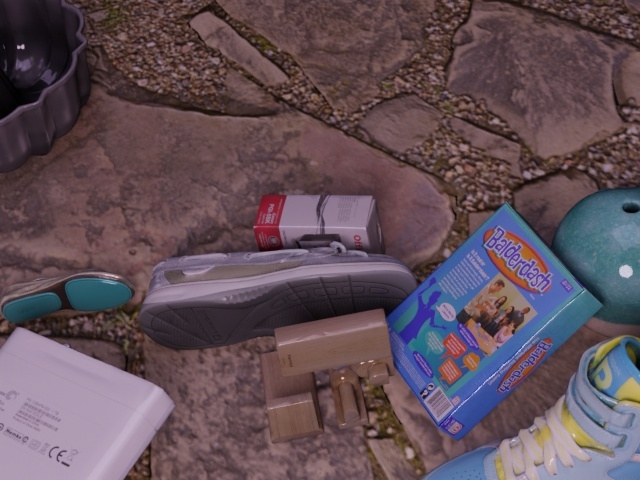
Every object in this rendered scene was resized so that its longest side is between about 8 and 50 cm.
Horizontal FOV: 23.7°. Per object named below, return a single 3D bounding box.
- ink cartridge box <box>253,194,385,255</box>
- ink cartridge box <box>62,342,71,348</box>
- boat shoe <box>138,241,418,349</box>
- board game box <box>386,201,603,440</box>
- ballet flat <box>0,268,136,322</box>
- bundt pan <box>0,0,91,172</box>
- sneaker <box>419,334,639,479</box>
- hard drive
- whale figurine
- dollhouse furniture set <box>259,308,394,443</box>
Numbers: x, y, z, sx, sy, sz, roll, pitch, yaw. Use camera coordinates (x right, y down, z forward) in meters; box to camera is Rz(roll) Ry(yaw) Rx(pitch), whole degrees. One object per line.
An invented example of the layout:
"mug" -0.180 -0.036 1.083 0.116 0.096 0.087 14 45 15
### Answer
"ink cartridge box" 0.000 0.000 1.773 0.135 0.099 0.056 0 46 14
"ink cartridge box" -0.335 0.244 1.659 0.189 0.066 0.232 -17 65 -4
"boat shoe" -0.047 0.051 1.726 0.320 0.118 0.103 -9 46 15
"board game box" 0.172 0.084 1.622 0.210 0.047 0.160 -44 46 9
"ballet flat" -0.302 0.057 1.821 0.168 0.057 0.052 -9 35 4
"bundt pan" -0.459 -0.203 2.067 0.331 0.124 0.331 -7 45 7
"sneaker" 0.230 0.183 1.459 0.319 0.208 0.127 -14 46 0
"hard drive" -0.333 0.266 1.551 0.233 0.047 0.353 18 62 37
"whale figurine" 0.375 -0.012 1.667 0.272 0.141 0.216 -32 47 -19
"dollhouse furniture set" 0.000 0.109 1.628 0.144 0.151 0.123 -11 44 0
